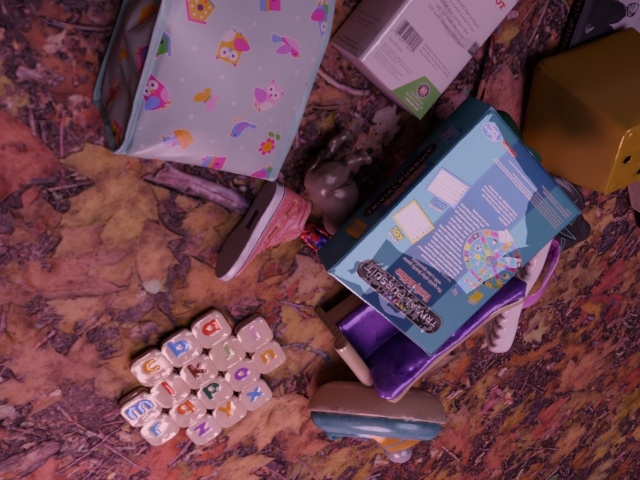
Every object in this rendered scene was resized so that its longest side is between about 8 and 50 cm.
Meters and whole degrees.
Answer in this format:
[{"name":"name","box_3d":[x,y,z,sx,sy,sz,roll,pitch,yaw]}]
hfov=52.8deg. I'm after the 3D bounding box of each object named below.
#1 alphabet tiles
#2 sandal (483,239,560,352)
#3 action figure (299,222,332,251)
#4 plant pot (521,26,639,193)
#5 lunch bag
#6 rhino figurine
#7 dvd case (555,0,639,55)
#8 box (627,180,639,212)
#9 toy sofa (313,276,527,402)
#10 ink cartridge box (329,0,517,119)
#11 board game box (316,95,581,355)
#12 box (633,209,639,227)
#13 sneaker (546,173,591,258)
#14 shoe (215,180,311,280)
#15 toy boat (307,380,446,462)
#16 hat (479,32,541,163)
[{"name":"alphabet tiles","box_3d":[-0.201,0.246,1.132,0.284,0.021,0.277,-32,134,-9]},{"name":"sandal","box_3d":[0.421,0.065,1.304,0.102,0.169,0.416,4,135,-3]},{"name":"action figure","box_3d":[0.000,0.000,1.083,0.038,0.030,0.115,-45,132,10]},{"name":"plant pot","box_3d":[0.503,-0.208,1.121,0.212,0.187,0.212,-22,139,-14]},{"name":"lunch bag","box_3d":[-0.120,-0.224,0.756,0.224,0.160,0.262,6,123,-35]},{"name":"rhino figurine","box_3d":[0.046,-0.059,1.039,0.106,0.073,0.243,-38,135,-10]},{"name":"dvd case","box_3d":[0.532,-0.387,1.149,0.239,0.029,0.179,-8,125,-29]},{"name":"box","box_3d":[0.734,-0.169,1.358,0.121,0.148,0.311,-41,135,-3]},{"name":"toy sofa","box_3d":[0.188,0.110,1.181,0.363,0.177,0.150,-37,134,-4]},{"name":"ink cartridge box","box_3d":[0.148,-0.310,0.910,0.219,0.092,0.160,-50,134,7]},{"name":"board game box","box_3d":[0.202,-0.014,1.015,0.336,0.079,0.254,-45,117,8]},{"name":"box","box_3d":[0.849,-0.068,1.494,0.158,0.156,0.093,-41,135,-1]},{"name":"sneaker","box_3d":[0.471,-0.053,1.301,0.106,0.101,0.267,-40,134,1]},{"name":"shoe","box_3d":[-0.086,-0.003,0.998,0.081,0.063,0.177,27,100,-37]},{"name":"toy boat","box_3d":[0.131,0.373,1.308,0.318,0.268,0.148,40,52,-62]},{"name":"hat","box_3d":[0.292,-0.210,1.123,0.173,0.183,0.208,11,158,-26]}]
